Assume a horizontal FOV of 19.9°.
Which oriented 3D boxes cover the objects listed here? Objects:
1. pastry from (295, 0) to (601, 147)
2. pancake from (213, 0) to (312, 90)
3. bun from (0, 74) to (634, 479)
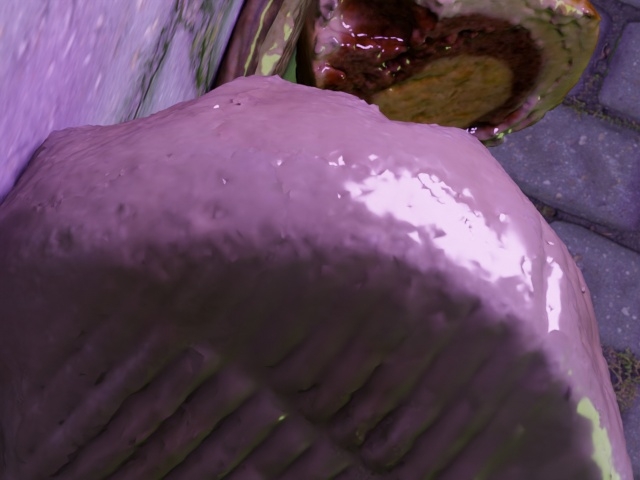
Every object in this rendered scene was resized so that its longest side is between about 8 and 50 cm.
[{"bbox_3d":[0.085,-0.172,1.464,0.256,0.236,0.170,89,-20,-57],"label":"pastry"},{"bbox_3d":[-0.030,-0.140,1.219,0.235,0.029,0.212,-64,176,-54],"label":"pancake"},{"bbox_3d":[-0.019,0.055,0.731,0.205,0.281,0.282,-85,-165,-67],"label":"bun"}]
